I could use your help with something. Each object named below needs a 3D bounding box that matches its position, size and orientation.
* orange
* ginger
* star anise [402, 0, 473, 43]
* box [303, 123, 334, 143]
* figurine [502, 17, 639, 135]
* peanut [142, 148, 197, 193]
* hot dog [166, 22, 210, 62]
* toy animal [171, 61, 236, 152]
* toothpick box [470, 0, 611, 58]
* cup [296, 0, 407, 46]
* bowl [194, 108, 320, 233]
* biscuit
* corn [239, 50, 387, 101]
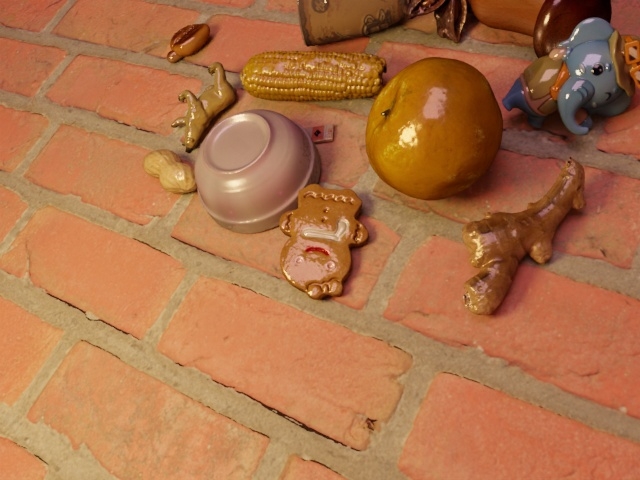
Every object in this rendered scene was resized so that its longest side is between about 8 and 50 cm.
[{"bbox_3d":[0.219,-0.211,1.261,0.279,0.235,0.279,-46,33,43],"label":"orange"},{"bbox_3d":[0.359,-0.013,1.188,0.333,0.081,0.148,-40,59,-6],"label":"ginger"},{"bbox_3d":[0.280,-0.563,1.502,0.214,0.220,0.099,-27,27,-6],"label":"star anise"},{"bbox_3d":[-0.010,-0.242,1.507,0.083,0.012,0.046,-6,57,18],"label":"box"},{"bbox_3d":[0.500,-0.301,1.277,0.262,0.154,0.180,-36,82,28],"label":"figurine"},{"bbox_3d":[-0.354,-0.164,1.545,0.082,0.082,0.187,-46,55,-11],"label":"peanut"},{"bbox_3d":[-0.361,-0.539,1.795,0.089,0.060,0.140,31,67,36],"label":"hot dog"},{"bbox_3d":[-0.287,-0.324,1.623,0.101,0.103,0.219,39,72,10],"label":"toy animal"},{"bbox_3d":[0.466,-0.492,1.392,0.192,0.192,0.294,-38,49,-6],"label":"toothpick box"},{"bbox_3d":[0.081,-0.616,1.609,0.256,0.227,0.301,-2,44,5],"label":"cup"},{"bbox_3d":[-0.154,-0.171,1.429,0.286,0.144,0.287,-9,60,16],"label":"bowl"},{"bbox_3d":[0.000,-0.001,1.316,0.184,0.035,0.249,11,66,10],"label":"biscuit"},{"bbox_3d":[-0.022,-0.385,1.536,0.363,0.120,0.120,3,60,21],"label":"corn"}]
